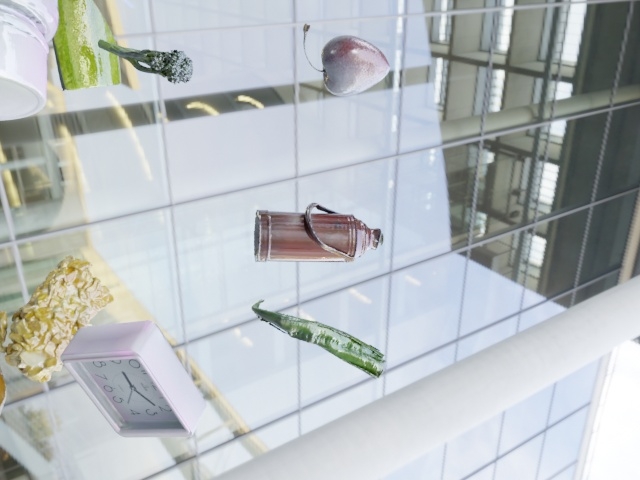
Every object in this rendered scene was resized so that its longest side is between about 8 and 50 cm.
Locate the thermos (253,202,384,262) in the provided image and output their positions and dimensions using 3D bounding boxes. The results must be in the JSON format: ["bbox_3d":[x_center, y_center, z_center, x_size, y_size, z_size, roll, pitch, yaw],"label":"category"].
[{"bbox_3d":[-0.001,-0.002,1.151,0.124,0.232,0.098,109,-21,-51],"label":"thermos"}]

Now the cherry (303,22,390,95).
[{"bbox_3d":[0.061,-0.368,1.281,0.148,0.115,0.188,22,-27,16],"label":"cherry"}]

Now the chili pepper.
[{"bbox_3d":[-0.001,0.233,1.581,0.359,0.084,0.076,28,-45,-8],"label":"chili pepper"}]

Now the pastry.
[{"bbox_3d":[-0.501,0.145,1.193,0.154,0.250,0.102,45,-46,-16],"label":"pastry"}]

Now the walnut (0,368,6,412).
[{"bbox_3d":[-0.404,0.160,0.573,0.336,0.209,0.208,-20,94,-82],"label":"walnut"}]

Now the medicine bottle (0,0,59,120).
[{"bbox_3d":[-0.532,-0.359,0.990,0.241,0.241,0.301,-21,-107,59],"label":"medicine bottle"}]

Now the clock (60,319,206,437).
[{"bbox_3d":[-0.284,0.218,0.984,0.150,0.063,0.197,-7,-56,22],"label":"clock"}]

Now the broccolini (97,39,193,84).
[{"bbox_3d":[-0.344,-0.350,1.265,0.203,0.091,0.068,12,-70,18],"label":"broccolini"}]

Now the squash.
[{"bbox_3d":[-0.505,-0.462,1.401,0.093,0.169,0.251,-1,-73,12],"label":"squash"}]
